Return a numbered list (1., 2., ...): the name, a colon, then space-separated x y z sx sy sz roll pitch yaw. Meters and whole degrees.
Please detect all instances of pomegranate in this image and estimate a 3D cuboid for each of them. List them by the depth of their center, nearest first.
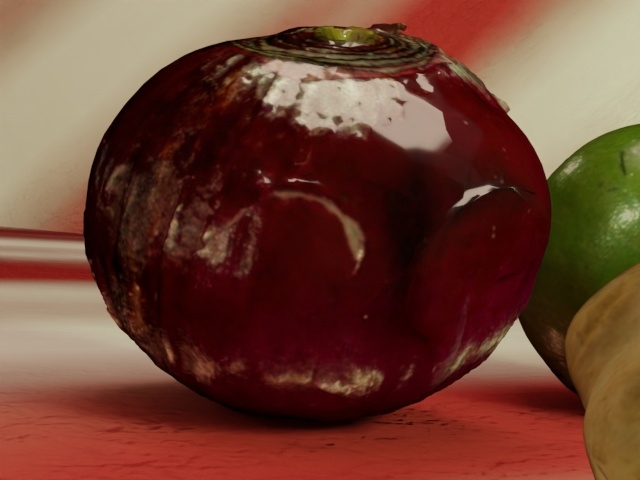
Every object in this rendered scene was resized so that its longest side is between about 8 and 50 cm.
1. pomegranate: 0.221 0.048 0.696 0.159 0.240 0.190 -29 -18 -8

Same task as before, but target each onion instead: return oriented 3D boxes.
1. onion: -0.004 0.001 0.576 0.207 0.216 0.206 -10 27 -40

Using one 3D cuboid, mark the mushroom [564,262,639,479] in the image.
1. mushroom: 0.146 0.061 0.345 0.148 0.148 0.112 4 -38 -23
